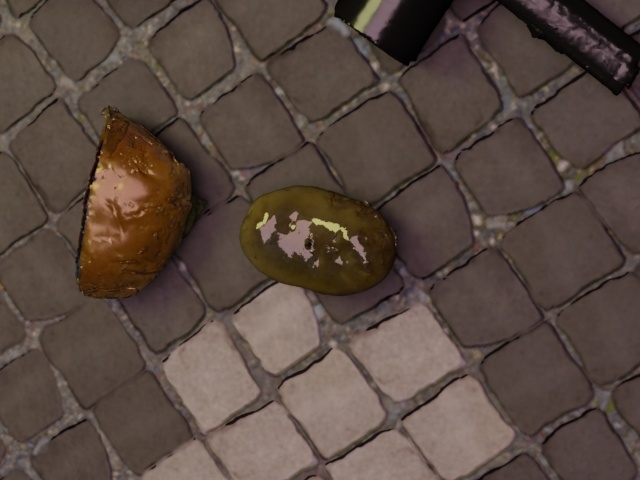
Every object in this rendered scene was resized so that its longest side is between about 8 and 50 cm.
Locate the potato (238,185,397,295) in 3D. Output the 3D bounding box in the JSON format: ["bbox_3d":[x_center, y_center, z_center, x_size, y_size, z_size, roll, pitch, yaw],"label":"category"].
[{"bbox_3d":[0.000,0.000,1.213,0.138,0.070,0.091,16,101,11],"label":"potato"}]

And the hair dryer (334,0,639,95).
[{"bbox_3d":[0.161,-0.203,1.153,0.251,0.089,0.197,34,102,0],"label":"hair dryer"}]

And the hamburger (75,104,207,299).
[{"bbox_3d":[-0.161,-0.027,1.235,0.102,0.087,0.176,11,97,12],"label":"hamburger"}]
